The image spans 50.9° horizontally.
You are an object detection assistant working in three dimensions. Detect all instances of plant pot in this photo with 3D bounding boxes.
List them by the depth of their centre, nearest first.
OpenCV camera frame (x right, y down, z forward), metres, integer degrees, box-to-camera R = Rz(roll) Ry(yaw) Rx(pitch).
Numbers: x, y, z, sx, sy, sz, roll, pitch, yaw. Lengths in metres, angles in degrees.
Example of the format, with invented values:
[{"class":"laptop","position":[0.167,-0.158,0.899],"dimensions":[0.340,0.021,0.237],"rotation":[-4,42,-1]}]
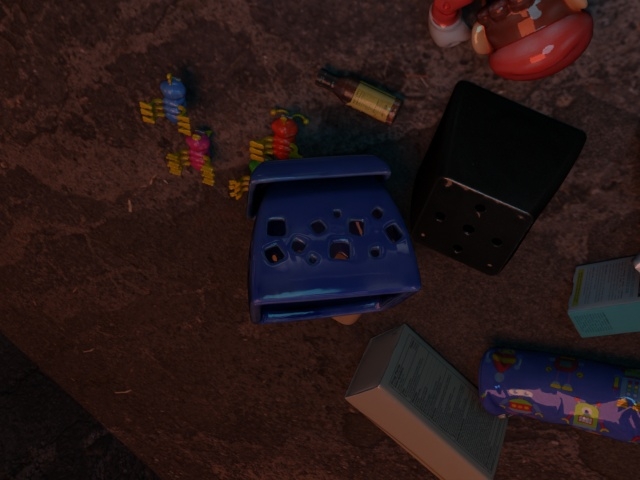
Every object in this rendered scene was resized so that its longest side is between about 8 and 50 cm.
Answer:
[{"class":"plant pot","position":[0.221,-0.066,0.911],"dimensions":[0.188,0.167,0.187],"rotation":[24,139,6]},{"class":"plant pot","position":[0.000,0.000,1.005],"dimensions":[0.235,0.212,0.236],"rotation":[-6,167,-8]}]

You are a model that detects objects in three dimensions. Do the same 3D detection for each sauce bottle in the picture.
[{"class":"sauce bottle","position":[0.054,-0.209,0.964],"dimensions":[0.128,0.042,0.042],"rotation":[28,139,7]}]

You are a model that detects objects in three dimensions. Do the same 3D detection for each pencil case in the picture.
[{"class":"pencil case","position":[0.422,0.267,1.157],"dimensions":[0.306,0.119,0.133],"rotation":[5,109,27]}]

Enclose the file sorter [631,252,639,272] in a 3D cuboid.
[{"class":"file sorter","position":[0.534,0.081,0.737],"dimensions":[0.277,0.173,0.193],"rotation":[38,116,-9]}]

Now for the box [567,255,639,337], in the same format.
[{"class":"box","position":[0.480,0.068,0.942],"dimensions":[0.244,0.101,0.060],"rotation":[-15,123,40]}]

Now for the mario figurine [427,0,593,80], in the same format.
[{"class":"mario figurine","position":[0.186,-0.313,0.718],"dimensions":[0.320,0.170,0.198],"rotation":[47,174,-31]}]

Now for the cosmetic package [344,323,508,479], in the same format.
[{"class":"cosmetic package","position":[0.213,0.328,1.316],"dimensions":[0.309,0.160,0.113],"rotation":[42,138,-12]}]

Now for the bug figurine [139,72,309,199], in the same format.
[{"class":"bug figurine","position":[-0.151,-0.162,1.108],"dimensions":[0.278,0.072,0.216],"rotation":[20,145,5]}]

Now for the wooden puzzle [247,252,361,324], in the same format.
[{"class":"wooden puzzle","position":[-0.001,0.045,1.254],"dimensions":[0.238,0.044,0.221],"rotation":[27,139,-2]}]
